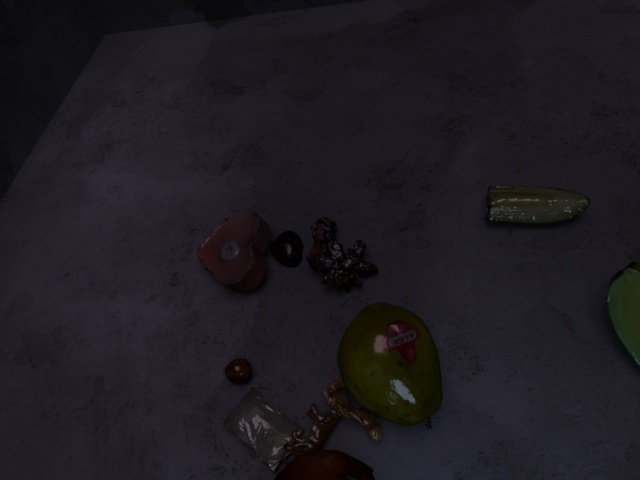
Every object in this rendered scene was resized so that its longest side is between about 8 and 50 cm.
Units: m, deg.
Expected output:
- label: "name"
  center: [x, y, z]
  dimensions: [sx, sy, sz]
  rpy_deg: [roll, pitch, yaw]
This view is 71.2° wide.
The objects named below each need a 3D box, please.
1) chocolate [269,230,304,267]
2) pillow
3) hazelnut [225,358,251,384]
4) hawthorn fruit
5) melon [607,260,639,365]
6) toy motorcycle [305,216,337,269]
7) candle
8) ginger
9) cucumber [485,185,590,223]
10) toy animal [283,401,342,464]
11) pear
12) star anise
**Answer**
- label: "chocolate"
  center: [-0.133, 0.020, 1.687]
  dimensions: [0.125, 0.080, 0.148]
  rpy_deg: [-1, 58, 12]
- label: "pillow"
  center: [-0.177, 0.566, 1.351]
  dimensions: [0.230, 0.050, 0.148]
  rpy_deg: [30, 58, 27]
- label: "hazelnut"
  center: [-0.263, 0.425, 1.452]
  dimensions: [0.086, 0.086, 0.086]
  rpy_deg: [-6, 56, 9]
- label: "hawthorn fruit"
  center: [-0.001, 0.670, 1.098]
  dimensions: [0.317, 0.315, 0.315]
  rpy_deg: [-6, 56, 9]
- label: "melon"
  center: [0.972, 0.207, 1.215]
  dimensions: [0.331, 0.226, 0.343]
  rpy_deg: [-41, 55, 3]
- label: "toy motorcycle"
  center: [0.000, 0.000, 1.645]
  dimensions: [0.084, 0.118, 0.212]
  rpy_deg: [9, 59, 30]
- label: "candle"
  center: [-0.325, 0.052, 1.685]
  dimensions: [0.288, 0.131, 0.316]
  rpy_deg: [-12, 56, 20]
- label: "ginger"
  center: [0.091, 0.488, 1.305]
  dimensions: [0.177, 0.052, 0.193]
  rpy_deg: [11, 36, -17]
- label: "cucumber"
  center: [0.747, -0.122, 1.566]
  dimensions: [0.326, 0.105, 0.145]
  rpy_deg: [0, 30, 13]
- label: "toy animal"
  center: [-0.017, 0.550, 1.297]
  dimensions: [0.099, 0.056, 0.241]
  rpy_deg: [33, 60, 12]
- label: "pear"
  center: [0.208, 0.364, 1.270]
  dimensions: [0.288, 0.287, 0.375]
  rpy_deg: [-30, 77, -7]
- label: "star anise"
  center: [0.086, 0.072, 1.561]
  dimensions: [0.220, 0.099, 0.214]
  rpy_deg: [-32, 85, -16]
